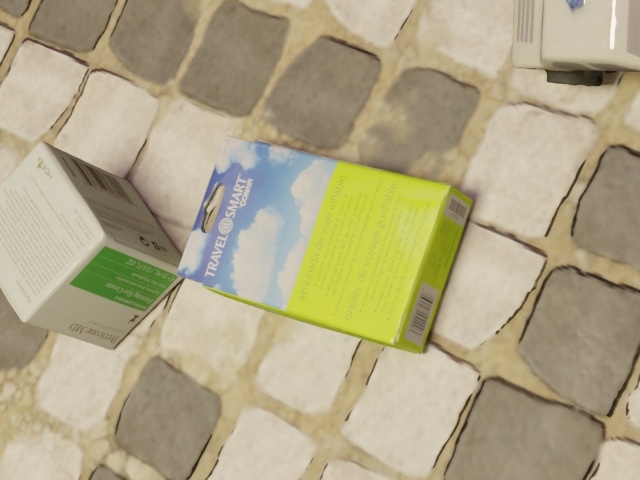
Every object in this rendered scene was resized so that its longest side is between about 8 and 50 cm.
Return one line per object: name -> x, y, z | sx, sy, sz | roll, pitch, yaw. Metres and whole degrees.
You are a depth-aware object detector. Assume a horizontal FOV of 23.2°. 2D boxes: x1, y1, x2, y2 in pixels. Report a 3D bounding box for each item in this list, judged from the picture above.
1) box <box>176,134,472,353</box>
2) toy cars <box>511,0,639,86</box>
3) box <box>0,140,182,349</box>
box -> 0.000, 0.000, 1.017 | 0.178, 0.042, 0.109 | 15, 82, 33
toy cars -> 0.212, -0.063, 0.845 | 0.393, 0.087, 0.176 | 58, 134, 32
box -> -0.169, 0.005, 1.081 | 0.087, 0.101, 0.102 | -44, 58, 12
